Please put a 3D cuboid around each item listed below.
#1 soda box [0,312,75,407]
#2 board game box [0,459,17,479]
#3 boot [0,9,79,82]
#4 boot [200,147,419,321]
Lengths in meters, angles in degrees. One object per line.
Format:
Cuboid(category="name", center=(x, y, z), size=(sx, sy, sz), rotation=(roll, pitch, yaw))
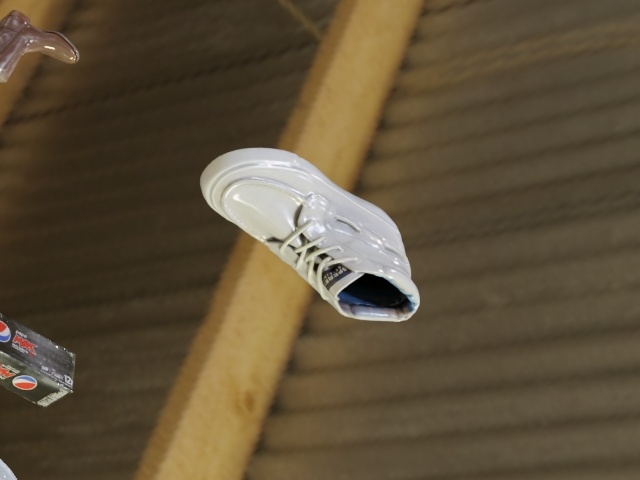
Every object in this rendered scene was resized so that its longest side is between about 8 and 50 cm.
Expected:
Cuboid(category="soda box", center=(-0.369, 0.131, 1.980), size=(0.053, 0.169, 0.060), rotation=(-32, -139, 29))
Cuboid(category="board game box", center=(-0.221, 0.326, 1.288), size=(0.050, 0.390, 0.390), rotation=(-35, -104, -1))
Cuboid(category="boot", center=(-0.357, -0.217, 2.019), size=(0.037, 0.106, 0.114), rotation=(-59, -177, 42))
Cuboid(category="boot", center=(0.000, 0.000, 1.676), size=(0.095, 0.258, 0.123), rotation=(-48, -137, 24))
